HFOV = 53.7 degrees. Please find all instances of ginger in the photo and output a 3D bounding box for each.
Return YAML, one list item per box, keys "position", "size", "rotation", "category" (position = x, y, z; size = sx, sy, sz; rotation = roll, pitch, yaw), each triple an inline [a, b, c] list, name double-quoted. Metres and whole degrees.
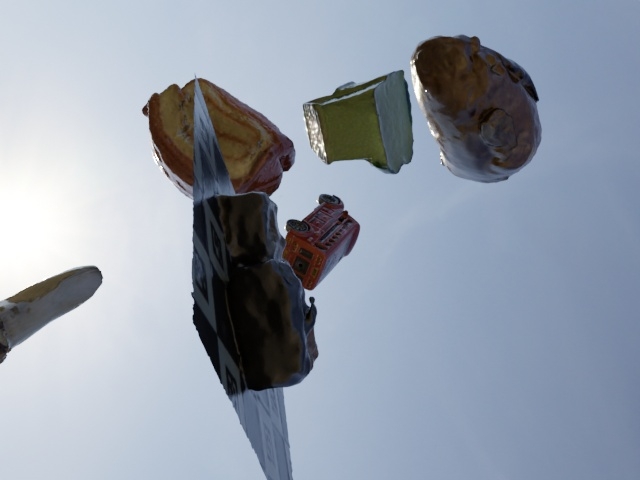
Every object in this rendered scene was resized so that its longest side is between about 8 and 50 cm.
- position: [0.233, -0.174, 0.891]
  size: [0.172, 0.321, 0.165]
  rotation: [40, -88, 26]
  category: "ginger"

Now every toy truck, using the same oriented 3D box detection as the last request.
- position: [0.000, 0.000, 1.263]
  size: [0.114, 0.252, 0.107]
  rotation: [27, -61, 12]
  category: "toy truck"

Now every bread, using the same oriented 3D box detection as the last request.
- position: [-0.176, -0.154, 1.019]
  size: [0.190, 0.244, 0.123]
  rotation: [-57, 178, -25]
  category: "bread"

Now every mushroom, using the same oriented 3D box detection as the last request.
- position: [-0.384, 0.090, 0.843]
  size: [0.071, 0.209, 0.084]
  rotation: [10, -62, 26]
  category: "mushroom"

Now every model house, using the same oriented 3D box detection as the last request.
- position: [0.079, -0.241, 1.318]
  size: [0.189, 0.214, 0.195]
  rotation: [-1, -63, 26]
  category: "model house"

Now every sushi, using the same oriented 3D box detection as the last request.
- position: [-0.036, 0.057, 0.588]
  size: [0.068, 0.339, 0.320]
  rotation: [-13, -140, 1]
  category: "sushi"
